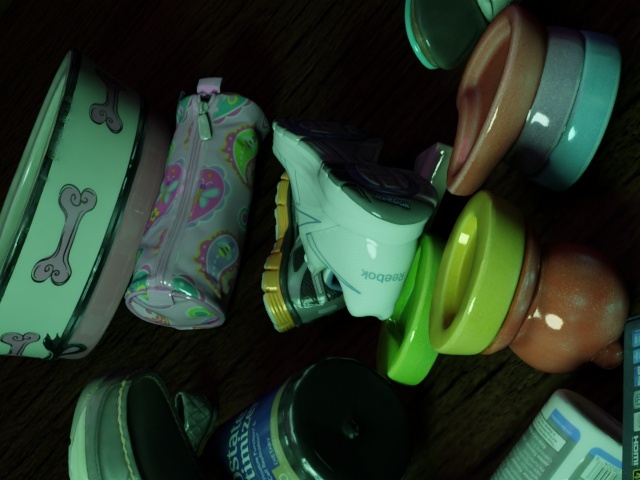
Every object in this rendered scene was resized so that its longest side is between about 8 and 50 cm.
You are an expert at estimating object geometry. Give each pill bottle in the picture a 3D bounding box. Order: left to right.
[{"bbox_3d":[-0.028,0.191,1.000,0.219,0.123,0.123,-41,36,48],"label":"pill bottle"},{"bbox_3d":[0.153,0.176,0.800,0.137,0.078,0.078,-55,32,11],"label":"pill bottle"}]

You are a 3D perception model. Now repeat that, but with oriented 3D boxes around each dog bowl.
[{"bbox_3d":[-0.319,-0.030,1.510,0.408,0.150,0.408,-55,24,38],"label":"dog bowl"}]

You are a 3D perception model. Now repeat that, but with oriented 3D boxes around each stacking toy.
[{"bbox_3d":[0.158,-0.010,0.960,0.279,0.130,0.309,120,165,-62],"label":"stacking toy"}]

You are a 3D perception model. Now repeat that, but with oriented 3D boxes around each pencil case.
[{"bbox_3d":[-0.138,-0.041,1.353,0.124,0.124,0.284,-18,53,49],"label":"pencil case"}]

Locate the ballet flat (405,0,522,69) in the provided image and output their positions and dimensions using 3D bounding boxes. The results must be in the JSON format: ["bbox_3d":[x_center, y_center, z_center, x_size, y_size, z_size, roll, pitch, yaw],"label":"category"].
[{"bbox_3d":[0.140,-0.247,1.076,0.096,0.095,0.280,-21,26,23],"label":"ballet flat"}]

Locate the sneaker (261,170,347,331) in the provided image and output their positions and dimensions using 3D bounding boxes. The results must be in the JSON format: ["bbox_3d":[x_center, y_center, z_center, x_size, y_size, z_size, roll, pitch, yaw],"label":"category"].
[{"bbox_3d":[0.000,0.000,1.175,0.083,0.084,0.215,-10,47,18],"label":"sneaker"}]

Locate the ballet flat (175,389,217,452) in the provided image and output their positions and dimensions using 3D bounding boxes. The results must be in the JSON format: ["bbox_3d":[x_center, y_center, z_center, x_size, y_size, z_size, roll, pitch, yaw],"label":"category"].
[{"bbox_3d":[-0.164,0.238,1.247,0.057,0.049,0.173,15,79,59],"label":"ballet flat"}]

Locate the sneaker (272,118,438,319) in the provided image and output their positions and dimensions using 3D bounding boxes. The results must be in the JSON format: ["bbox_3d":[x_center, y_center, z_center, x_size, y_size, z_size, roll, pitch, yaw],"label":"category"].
[{"bbox_3d":[0.011,-0.031,1.072,0.297,0.111,0.129,-118,36,-65],"label":"sneaker"}]

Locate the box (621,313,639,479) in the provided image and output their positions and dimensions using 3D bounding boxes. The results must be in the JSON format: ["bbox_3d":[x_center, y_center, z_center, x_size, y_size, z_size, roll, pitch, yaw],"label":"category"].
[{"bbox_3d":[0.264,0.135,0.685,0.183,0.059,0.233,-22,49,44],"label":"box"}]

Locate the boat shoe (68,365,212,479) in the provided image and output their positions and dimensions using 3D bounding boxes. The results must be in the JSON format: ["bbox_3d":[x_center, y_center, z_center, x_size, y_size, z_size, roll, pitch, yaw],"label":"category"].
[{"bbox_3d":[-0.084,0.259,0.931,0.130,0.355,0.132,-14,10,22],"label":"boat shoe"}]
